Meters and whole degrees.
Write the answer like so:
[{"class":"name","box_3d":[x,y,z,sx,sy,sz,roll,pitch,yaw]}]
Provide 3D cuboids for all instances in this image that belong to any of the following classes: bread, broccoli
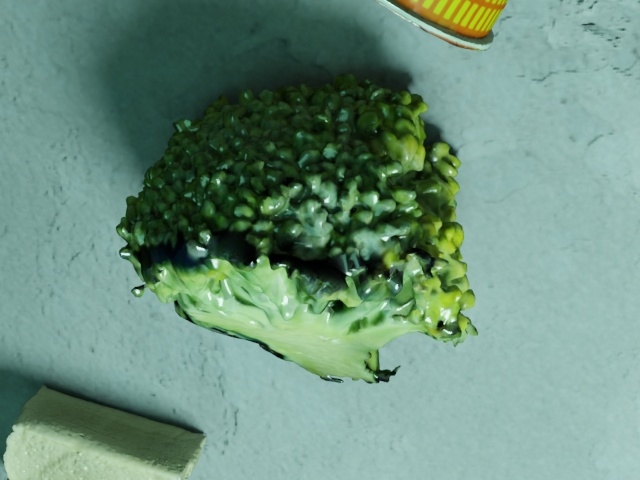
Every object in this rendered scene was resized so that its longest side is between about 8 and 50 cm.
[{"class":"bread","box_3d":[-0.177,0.189,1.178,0.152,0.077,0.105,18,115,7]},{"class":"broccoli","box_3d":[-0.001,-0.017,1.018,0.243,0.273,0.180,4,73,21]}]

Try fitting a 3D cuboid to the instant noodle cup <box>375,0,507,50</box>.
[{"class":"instant noodle cup","box_3d":[0.084,-0.250,0.847,0.193,0.193,0.212,35,112,-6]}]
